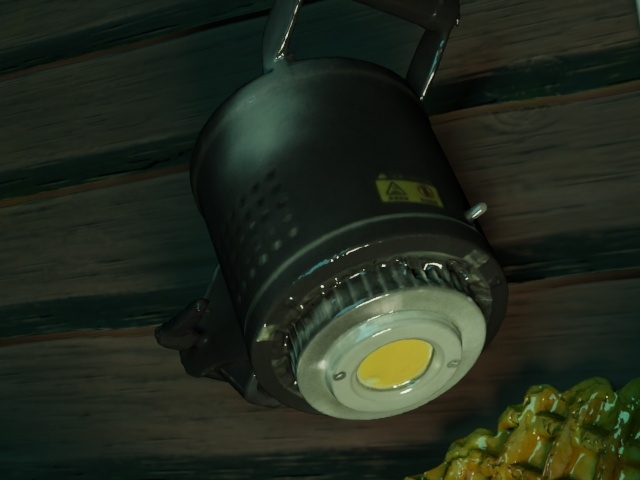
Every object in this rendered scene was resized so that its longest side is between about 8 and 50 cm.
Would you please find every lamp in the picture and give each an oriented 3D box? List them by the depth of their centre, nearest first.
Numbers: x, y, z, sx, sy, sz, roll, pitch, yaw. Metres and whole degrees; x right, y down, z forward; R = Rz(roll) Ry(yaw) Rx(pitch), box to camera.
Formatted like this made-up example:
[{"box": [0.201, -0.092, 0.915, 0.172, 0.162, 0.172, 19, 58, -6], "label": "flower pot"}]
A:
[{"box": [0.027, -0.005, 1.270, 0.272, 0.205, 0.374, 44, 114, 51], "label": "lamp"}]

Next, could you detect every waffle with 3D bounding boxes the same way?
[{"box": [0.161, 0.225, 1.133, 0.291, 0.051, 0.291, -20, 54, 30], "label": "waffle"}]

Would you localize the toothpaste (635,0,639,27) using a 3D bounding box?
[{"box": [0.268, -0.194, 1.303, 0.052, 0.033, 0.218, -25, 54, 30], "label": "toothpaste"}]
